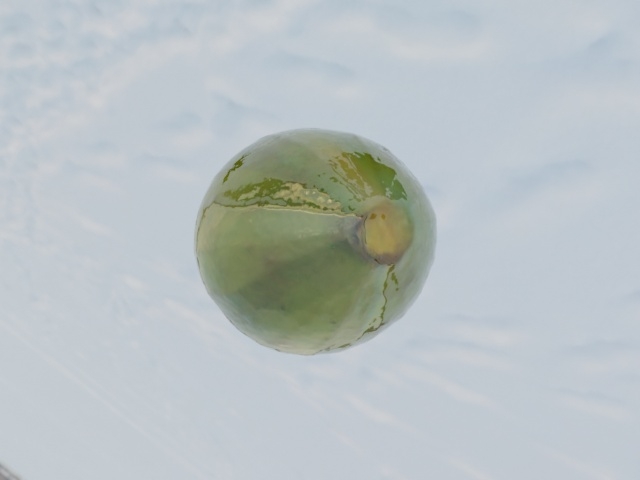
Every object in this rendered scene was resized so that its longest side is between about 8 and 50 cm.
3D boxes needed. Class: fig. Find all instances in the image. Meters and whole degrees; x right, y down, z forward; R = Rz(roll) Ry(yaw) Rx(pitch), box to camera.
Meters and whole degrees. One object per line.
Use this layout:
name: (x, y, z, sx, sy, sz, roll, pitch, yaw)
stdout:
fig: (0.000, 0.000, 0.910, 0.239, 0.239, 0.271, 42, 167, -10)
